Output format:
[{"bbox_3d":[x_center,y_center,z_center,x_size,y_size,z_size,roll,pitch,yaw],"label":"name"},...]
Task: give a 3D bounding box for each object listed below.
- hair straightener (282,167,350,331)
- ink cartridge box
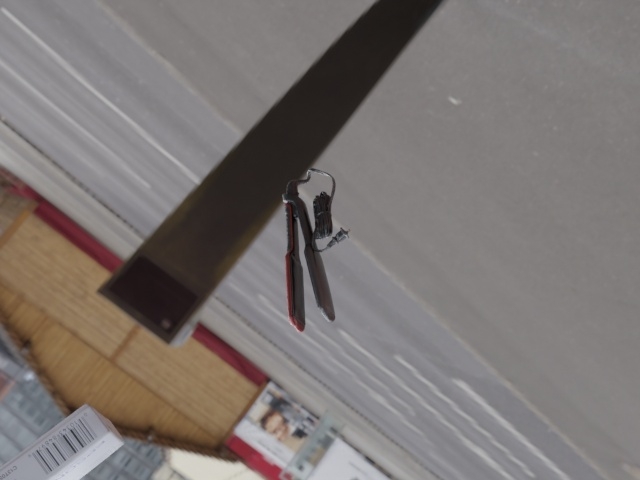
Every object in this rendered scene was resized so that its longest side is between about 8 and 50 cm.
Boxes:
[{"bbox_3d":[0.000,0.000,1.108,0.089,0.230,0.047,-17,142,18],"label":"hair straightener"},{"bbox_3d":[-0.325,0.278,1.001,0.045,0.223,0.224,51,165,9],"label":"ink cartridge box"}]
